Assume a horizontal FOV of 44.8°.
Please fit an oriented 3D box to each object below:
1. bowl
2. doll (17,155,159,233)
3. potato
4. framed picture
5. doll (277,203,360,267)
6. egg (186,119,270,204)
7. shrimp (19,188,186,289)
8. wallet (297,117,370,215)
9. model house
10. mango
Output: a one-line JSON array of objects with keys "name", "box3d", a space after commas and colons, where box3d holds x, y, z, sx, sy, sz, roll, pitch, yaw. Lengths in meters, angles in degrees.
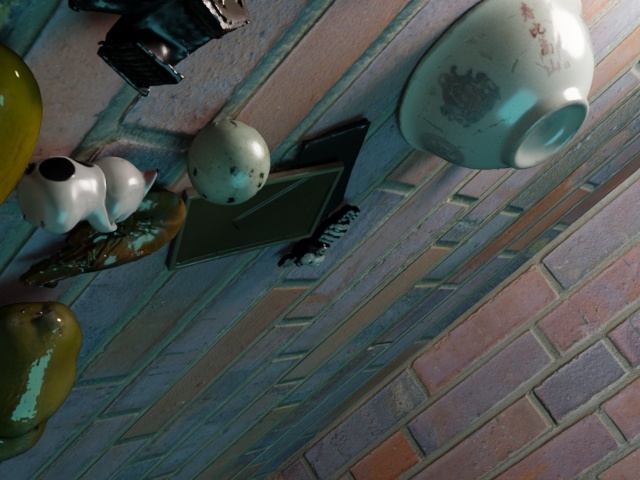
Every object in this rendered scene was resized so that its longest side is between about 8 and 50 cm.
[{"name": "bowl", "box3d": [0.381, -0.265, 1.494, 0.434, 0.196, 0.435, -26, 153, -15]}, {"name": "doll", "box3d": [-0.330, -0.065, 1.089, 0.180, 0.110, 0.107, -5, 105, -47]}, {"name": "potato", "box3d": [-0.529, 0.228, 1.296, 0.218, 0.202, 0.351, 30, 115, -22]}, {"name": "framed picture", "box3d": [-0.125, -0.046, 1.474, 0.324, 0.020, 0.240, -15, 151, -27]}, {"name": "doll", "box3d": [0.000, 0.000, 1.718, 0.219, 0.067, 0.091, -41, 161, 21]}, {"name": "egg", "box3d": [-0.145, -0.119, 1.212, 0.131, 0.131, 0.164, -27, 180, -17]}, {"name": "shrimp", "box3d": [-0.344, -0.005, 1.248, 0.287, 0.063, 0.152, -25, 154, -28]}, {"name": "wallet", "box3d": [0.008, -0.126, 1.523, 0.146, 0.030, 0.285, -26, 157, -23]}, {"name": "model house", "box3d": [-0.193, -0.273, 0.877, 0.164, 0.141, 0.203, -17, 140, 16]}, {"name": "mango", "box3d": [-0.435, -0.080, 0.875, 0.331, 0.142, 0.195, -38, 162, 4]}]
